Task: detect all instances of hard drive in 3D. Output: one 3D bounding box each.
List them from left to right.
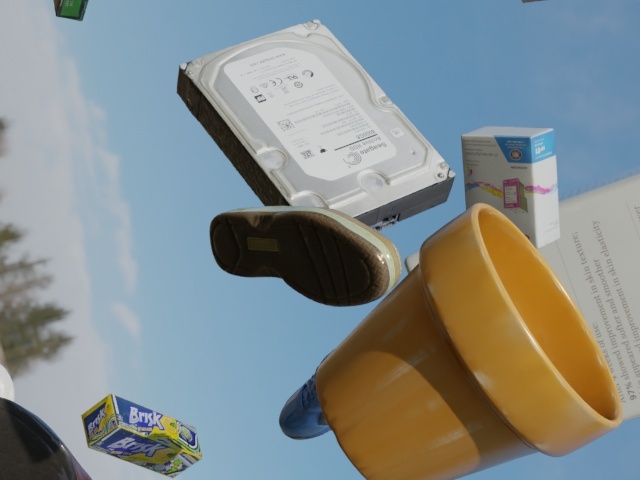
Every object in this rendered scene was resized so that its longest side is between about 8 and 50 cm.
[{"bbox_3d":[-0.010,-0.147,1.856,0.339,0.237,0.064,53,-30,28],"label":"hard drive"}]

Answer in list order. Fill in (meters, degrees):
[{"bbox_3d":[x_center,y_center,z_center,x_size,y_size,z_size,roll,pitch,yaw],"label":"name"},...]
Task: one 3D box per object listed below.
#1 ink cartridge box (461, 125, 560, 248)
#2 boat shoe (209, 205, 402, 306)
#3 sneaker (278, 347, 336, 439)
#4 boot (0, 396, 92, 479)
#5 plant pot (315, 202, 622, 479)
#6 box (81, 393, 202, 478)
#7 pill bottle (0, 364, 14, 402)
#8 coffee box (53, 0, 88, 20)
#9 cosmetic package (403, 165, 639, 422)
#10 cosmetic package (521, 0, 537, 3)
[{"bbox_3d":[0.203,-0.056,1.474,0.088,0.052,0.122,5,-71,37],"label":"ink cartridge box"},{"bbox_3d":[0.000,0.000,1.008,0.190,0.072,0.068,16,-66,47],"label":"boat shoe"},{"bbox_3d":[0.012,0.157,1.546,0.209,0.082,0.069,-34,-134,35],"label":"sneaker"},{"bbox_3d":[-0.265,0.243,1.399,0.264,0.096,0.280,47,-6,-13],"label":"boot"},{"bbox_3d":[0.106,0.105,1.107,0.205,0.188,0.205,48,20,-24],"label":"plant pot"},{"bbox_3d":[-0.235,0.261,1.833,0.169,0.059,0.054,31,30,-47],"label":"box"},{"bbox_3d":[-0.417,0.185,1.555,0.137,0.078,0.078,-21,-97,32],"label":"pill bottle"},{"bbox_3d":[-0.323,-0.384,1.792,0.184,0.040,0.113,-105,-149,-41],"label":"coffee box"},{"bbox_3d":[0.380,0.098,2.089,0.327,0.393,0.329,-25,96,-76],"label":"cosmetic package"},{"bbox_3d":[0.253,-0.288,1.154,0.099,0.239,0.060,0,-51,45],"label":"cosmetic package"}]
